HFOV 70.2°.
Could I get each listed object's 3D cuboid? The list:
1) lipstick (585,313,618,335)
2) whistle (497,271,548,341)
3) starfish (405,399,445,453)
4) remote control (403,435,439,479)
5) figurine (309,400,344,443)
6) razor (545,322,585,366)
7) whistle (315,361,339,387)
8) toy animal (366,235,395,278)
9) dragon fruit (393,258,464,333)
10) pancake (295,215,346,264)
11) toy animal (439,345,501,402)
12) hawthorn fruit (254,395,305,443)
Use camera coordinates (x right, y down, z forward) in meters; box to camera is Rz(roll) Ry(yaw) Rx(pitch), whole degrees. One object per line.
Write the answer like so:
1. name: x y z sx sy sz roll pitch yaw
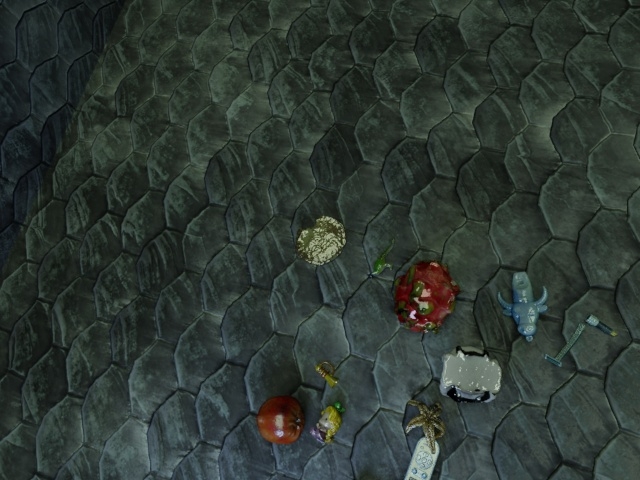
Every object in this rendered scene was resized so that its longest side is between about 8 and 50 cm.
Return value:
1. lipstick: 1.054 0.323 1.702 0.116 0.037 0.037 36 83 14
2. whistle: 0.781 0.249 1.741 0.180 0.093 0.269 -15 68 32
3. starfish: 0.383 0.678 1.671 0.146 0.074 0.190 -2 53 3
4. remote control: 0.365 0.838 1.664 0.087 0.047 0.244 22 78 12
5. figurine: 0.044 0.704 1.753 0.094 0.115 0.156 4 49 45
6. razor: 0.929 0.389 1.703 0.191 0.037 0.068 -45 30 -9
7. whistle: 0.028 0.531 1.821 0.109 0.046 0.057 44 100 25
8. toy animal: 0.282 0.081 1.912 0.075 0.041 0.217 32 77 19
9. dragon fruit: 0.404 0.207 1.757 0.231 0.237 0.303 17 65 -7
10. pancake: 0.000 0.000 1.991 0.235 0.029 0.212 -24 71 3
11. toy animal: 0.541 0.495 1.680 0.208 0.156 0.204 7 73 4
12. hawthorn fruit: -0.166 0.689 1.745 0.200 0.179 0.179 -13 71 24
